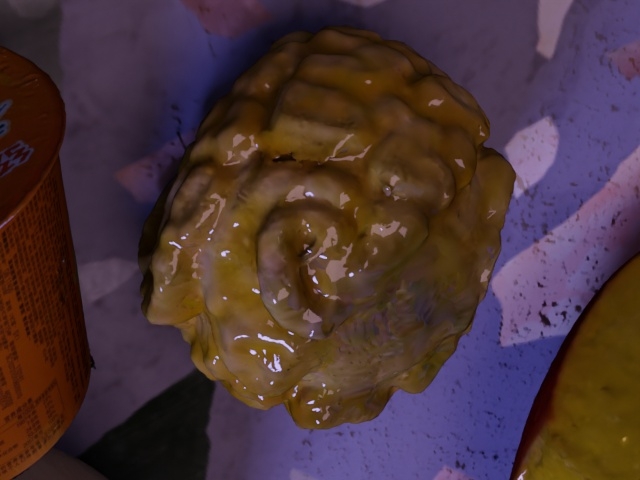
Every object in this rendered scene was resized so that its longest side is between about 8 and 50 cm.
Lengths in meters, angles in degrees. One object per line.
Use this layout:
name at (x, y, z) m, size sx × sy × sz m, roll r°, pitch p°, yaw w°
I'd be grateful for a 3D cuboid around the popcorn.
popcorn at (0.000, 0.000, 0.916) m, size 0.250 × 0.190 × 0.250 m, roll -19°, pitch 126°, yaw -28°

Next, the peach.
peach at (0.290, 0.163, 1.097) m, size 0.380 × 0.242 × 0.306 m, roll -51°, pitch 146°, yaw -9°

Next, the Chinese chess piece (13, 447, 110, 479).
Chinese chess piece at (-0.230, 0.283, 0.911) m, size 0.338 × 0.140 × 0.338 m, roll -30°, pitch 130°, yaw -43°

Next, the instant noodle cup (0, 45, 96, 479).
instant noodle cup at (-0.227, 0.023, 0.809) m, size 0.230 × 0.230 × 0.182 m, roll -23°, pitch 133°, yaw -12°
